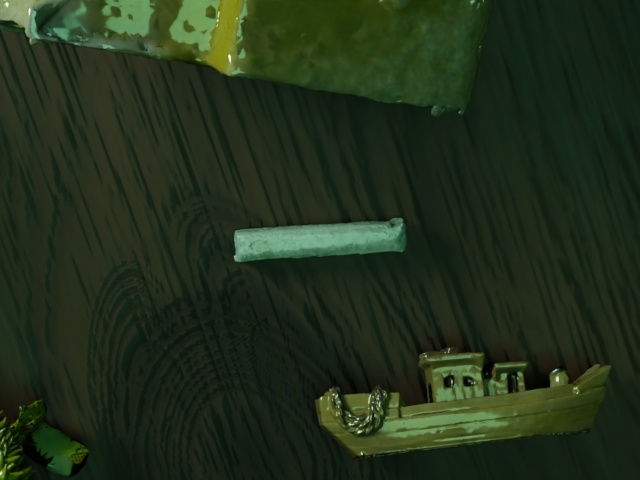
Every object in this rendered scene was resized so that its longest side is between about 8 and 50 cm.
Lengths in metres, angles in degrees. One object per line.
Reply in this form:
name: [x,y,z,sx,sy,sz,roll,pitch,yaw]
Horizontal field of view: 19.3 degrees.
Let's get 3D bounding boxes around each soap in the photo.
soap: [-0.029,-0.269,1.170,0.304,0.169,0.339,8,99,-21]

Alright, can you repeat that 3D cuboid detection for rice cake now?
rice cake: [0.000,0.000,1.301,0.121,0.021,0.022,-4,105,-3]

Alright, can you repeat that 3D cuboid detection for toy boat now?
toy boat: [0.100,0.109,1.312,0.206,0.064,0.072,-7,83,-6]

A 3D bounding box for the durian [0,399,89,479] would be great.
durian: [-0.252,0.195,1.242,0.146,0.159,0.198,16,94,4]
